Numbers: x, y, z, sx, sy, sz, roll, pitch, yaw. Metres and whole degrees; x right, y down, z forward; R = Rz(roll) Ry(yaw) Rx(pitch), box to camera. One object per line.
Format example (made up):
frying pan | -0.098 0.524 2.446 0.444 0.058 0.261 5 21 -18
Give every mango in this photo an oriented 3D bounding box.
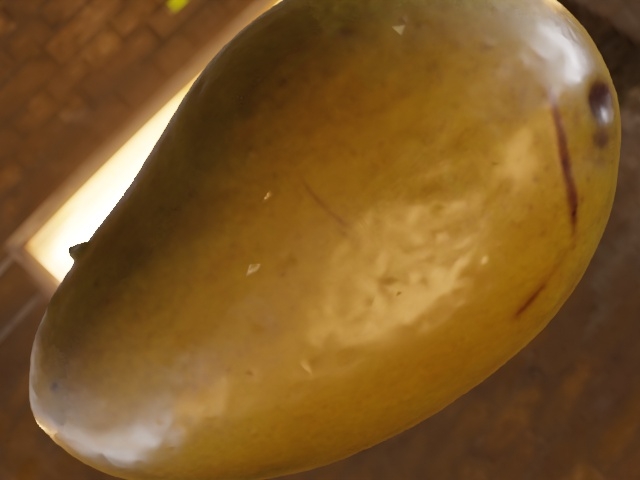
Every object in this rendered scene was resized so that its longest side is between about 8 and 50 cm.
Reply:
mango | 0.000 0.000 1.234 0.445 0.301 0.220 -35 -153 -8
